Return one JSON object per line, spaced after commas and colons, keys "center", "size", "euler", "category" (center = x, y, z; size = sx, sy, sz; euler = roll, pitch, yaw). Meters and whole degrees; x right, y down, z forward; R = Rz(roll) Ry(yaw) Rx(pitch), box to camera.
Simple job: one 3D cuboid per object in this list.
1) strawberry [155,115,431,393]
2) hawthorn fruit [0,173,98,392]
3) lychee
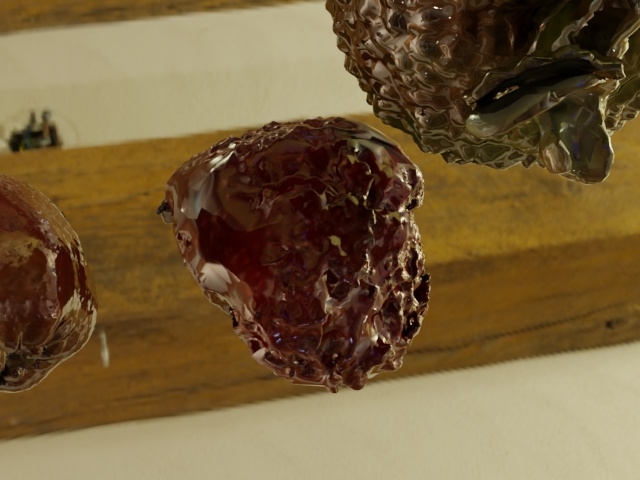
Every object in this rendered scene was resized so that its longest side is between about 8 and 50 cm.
{"center": [0.000, 0.000, 1.025], "size": [0.220, 0.274, 0.274], "euler": [-42, -123, 13], "category": "strawberry"}
{"center": [-0.274, 0.022, 0.913], "size": [0.185, 0.185, 0.202], "euler": [-17, -117, -18], "category": "hawthorn fruit"}
{"center": [0.125, -0.174, 0.719], "size": [0.270, 0.269, 0.320], "euler": [-22, -146, -21], "category": "lychee"}
